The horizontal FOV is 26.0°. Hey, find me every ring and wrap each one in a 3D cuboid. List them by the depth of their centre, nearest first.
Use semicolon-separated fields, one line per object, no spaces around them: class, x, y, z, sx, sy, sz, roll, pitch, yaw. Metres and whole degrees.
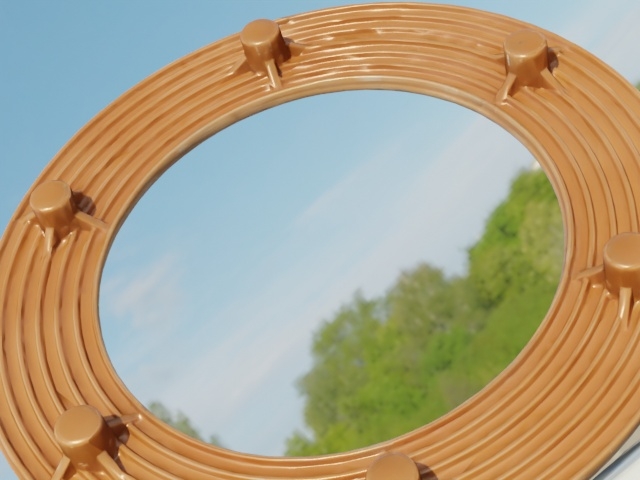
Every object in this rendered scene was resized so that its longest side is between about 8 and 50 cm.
ring;0.000;0.000;0.629;0.336;0.336;0.032;-43;-38;-21

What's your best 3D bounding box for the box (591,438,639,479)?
box;0.092;0.084;0.410;0.186;0.038;0.145;-40;-13;-2
